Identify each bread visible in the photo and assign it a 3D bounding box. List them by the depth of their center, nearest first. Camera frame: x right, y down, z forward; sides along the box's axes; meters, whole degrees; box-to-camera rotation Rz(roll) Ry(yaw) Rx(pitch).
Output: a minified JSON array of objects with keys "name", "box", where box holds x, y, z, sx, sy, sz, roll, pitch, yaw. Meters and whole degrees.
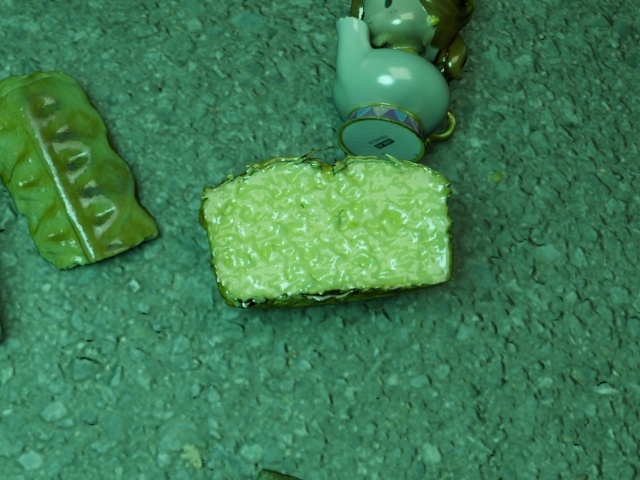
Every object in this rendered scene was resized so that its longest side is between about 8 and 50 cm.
[{"name":"bread","box":[-0.274,-0.078,1.225,0.128,0.088,0.232,-28,80,-15]},{"name":"bread","box":[0.004,-0.003,1.226,0.260,0.147,0.160,-9,78,-10]}]

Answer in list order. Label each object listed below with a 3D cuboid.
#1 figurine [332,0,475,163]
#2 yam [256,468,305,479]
[{"name":"figurine","box":[0.096,-0.219,1.344,0.189,0.142,0.263,33,57,-33]},{"name":"yam","box":[0.055,0.286,1.153,0.252,0.061,0.061,17,64,-7]}]
